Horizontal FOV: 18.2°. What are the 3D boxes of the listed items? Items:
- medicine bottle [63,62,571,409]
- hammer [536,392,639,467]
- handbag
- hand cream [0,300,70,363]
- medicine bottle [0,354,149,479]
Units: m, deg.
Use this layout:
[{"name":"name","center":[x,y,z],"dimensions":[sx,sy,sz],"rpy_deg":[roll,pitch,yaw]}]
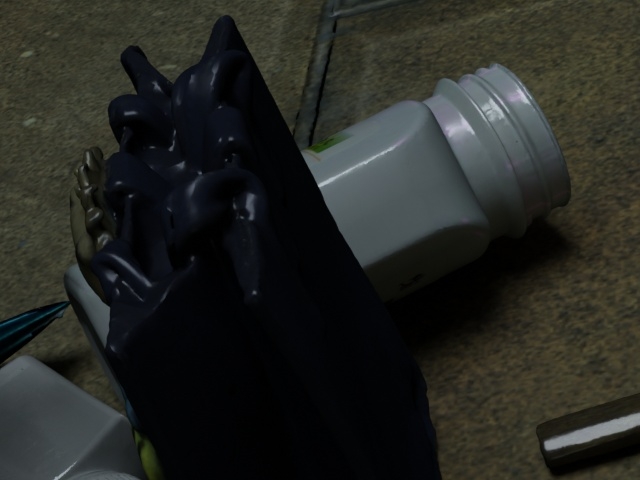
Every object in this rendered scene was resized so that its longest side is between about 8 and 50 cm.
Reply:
[{"name":"medicine bottle","center":[0.000,0.000,1.308],"dimensions":[0.324,0.124,0.179],"rpy_deg":[-29,-2,-11]},{"name":"hammer","center":[0.300,0.063,1.135],"dimensions":[0.365,0.043,0.111],"rpy_deg":[-17,31,9]},{"name":"handbag","center":[-0.026,0.071,1.040],"dimensions":[0.122,0.329,0.303],"rpy_deg":[-21,30,6]},{"name":"hand cream","center":[-0.273,0.100,1.314],"dimensions":[0.120,0.061,0.270],"rpy_deg":[-32,1,30]},{"name":"medicine bottle","center":[-0.168,0.160,1.215],"dimensions":[0.132,0.088,0.188],"rpy_deg":[-37,35,-21]}]
